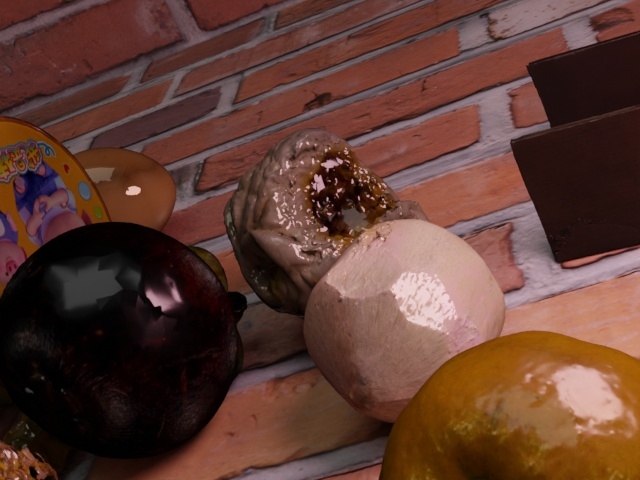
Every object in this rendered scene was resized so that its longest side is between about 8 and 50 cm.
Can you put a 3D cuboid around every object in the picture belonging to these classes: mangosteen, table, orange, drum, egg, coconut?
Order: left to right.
[{"bbox_3d":[-0.497,0.042,1.697,0.214,0.431,0.431,-16,26,24],"label":"drum"},{"bbox_3d":[-0.373,-0.070,2.050,0.244,0.201,0.201,-14,27,19],"label":"egg"},{"bbox_3d":[-0.247,0.116,1.450,0.330,0.330,0.330,-21,25,10],"label":"mangosteen"},{"bbox_3d":[0.090,0.098,1.275,0.224,0.224,0.234,-8,18,33],"label":"coconut"},{"bbox_3d":[0.181,0.210,0.922,0.279,0.235,0.279,-10,72,33],"label":"orange"},{"bbox_3d":[0.411,-0.143,1.459,0.282,0.196,0.250,-14,28,25],"label":"table"}]

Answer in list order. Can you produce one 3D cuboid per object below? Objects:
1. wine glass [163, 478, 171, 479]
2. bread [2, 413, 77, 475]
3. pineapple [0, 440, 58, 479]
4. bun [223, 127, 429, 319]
[{"bbox_3d":[-0.141,0.320,1.215,0.079,0.079,0.195,-35,27,-19],"label":"wine glass"},{"bbox_3d":[-0.393,0.301,1.481,0.084,0.077,0.367,13,39,19],"label":"bread"},{"bbox_3d":[-0.368,0.358,1.087,0.300,0.352,0.352,-18,24,-6],"label":"pineapple"},{"bbox_3d":[-0.002,0.005,1.492,0.205,0.281,0.281,-36,27,-17],"label":"bun"}]
